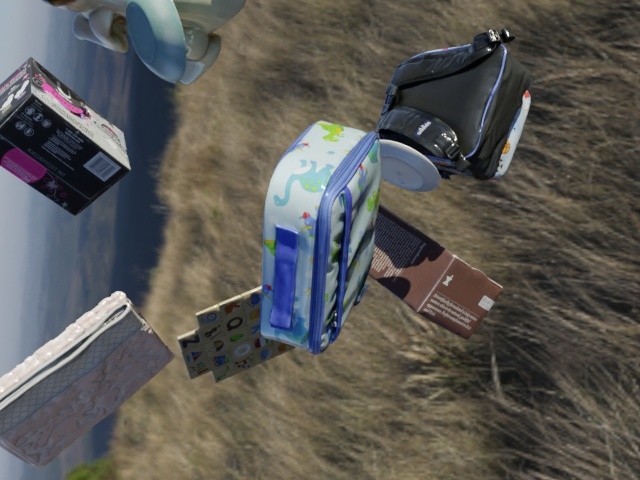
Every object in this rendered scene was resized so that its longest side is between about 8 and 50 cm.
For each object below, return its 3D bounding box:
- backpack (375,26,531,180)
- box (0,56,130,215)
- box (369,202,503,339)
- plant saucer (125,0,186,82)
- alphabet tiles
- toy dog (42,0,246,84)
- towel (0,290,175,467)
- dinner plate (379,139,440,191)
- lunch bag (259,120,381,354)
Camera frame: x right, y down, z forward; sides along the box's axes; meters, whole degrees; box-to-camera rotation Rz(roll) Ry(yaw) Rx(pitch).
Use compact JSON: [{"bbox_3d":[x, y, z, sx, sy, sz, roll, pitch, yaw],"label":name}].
[{"bbox_3d":[0.246,-0.240,1.501,0.263,0.213,0.277,16,78,42],"label":"backpack"},{"bbox_3d":[-0.511,-0.197,1.528,0.163,0.247,0.142,-37,44,12],"label":"box"},{"bbox_3d":[0.171,0.035,1.654,0.143,0.191,0.381,-57,42,3],"label":"box"},{"bbox_3d":[-0.298,-0.366,1.393,0.195,0.037,0.195,37,139,40],"label":"plant saucer"},{"bbox_3d":[-0.177,0.224,1.966,0.011,0.342,0.285,55,161,40],"label":"alphabet tiles"},{"bbox_3d":[-0.365,-0.496,1.512,0.395,0.407,0.285,4,85,58],"label":"toy dog"},{"bbox_3d":[-0.433,0.260,1.433,0.053,0.332,0.317,46,165,22],"label":"towel"},{"bbox_3d":[0.134,-0.120,1.350,0.017,0.141,0.141,-62,12,-20],"label":"dinner plate"},{"bbox_3d":[0.000,0.000,0.844,0.176,0.090,0.219,-53,-27,-52],"label":"lunch bag"}]
